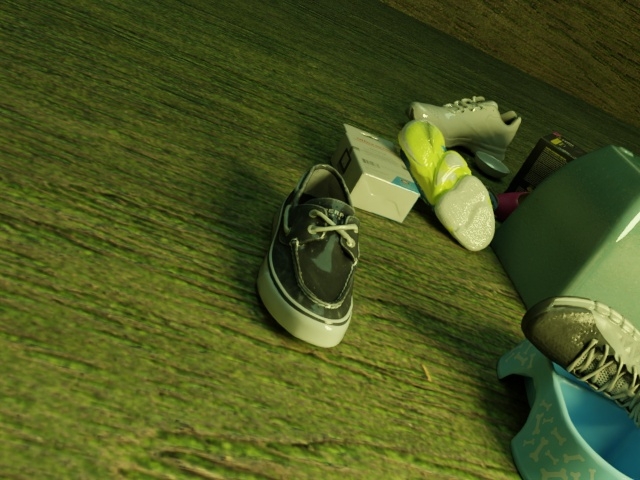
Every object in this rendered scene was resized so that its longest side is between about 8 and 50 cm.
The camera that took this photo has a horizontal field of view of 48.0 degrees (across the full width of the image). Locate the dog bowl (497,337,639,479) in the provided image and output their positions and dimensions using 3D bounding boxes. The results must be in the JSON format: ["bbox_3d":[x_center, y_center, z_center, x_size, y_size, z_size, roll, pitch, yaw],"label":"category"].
[{"bbox_3d":[0.298,0.200,0.812,0.166,0.074,0.297,26,26,-6],"label":"dog bowl"}]

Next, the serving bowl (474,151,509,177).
[{"bbox_3d":[0.369,-0.160,1.566,0.083,0.027,0.083,23,28,-13],"label":"serving bowl"}]

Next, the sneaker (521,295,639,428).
[{"bbox_3d":[0.322,0.148,0.753,0.229,0.086,0.132,25,29,-10],"label":"sneaker"}]

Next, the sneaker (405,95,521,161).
[{"bbox_3d":[0.316,-0.268,1.591,0.297,0.129,0.111,9,35,-33],"label":"sneaker"}]

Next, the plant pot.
[{"bbox_3d":[0.464,0.003,1.124,0.248,0.252,0.247,19,29,-19],"label":"plant pot"}]

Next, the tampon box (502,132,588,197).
[{"bbox_3d":[0.445,-0.118,1.417,0.101,0.161,0.120,38,27,17],"label":"tampon box"}]

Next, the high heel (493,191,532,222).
[{"bbox_3d":[0.419,-0.075,1.296,0.244,0.117,0.082,15,55,24],"label":"high heel"}]

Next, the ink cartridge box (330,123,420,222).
[{"bbox_3d":[0.082,-0.112,1.159,0.104,0.060,0.180,18,28,-21],"label":"ink cartridge box"}]

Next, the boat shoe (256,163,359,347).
[{"bbox_3d":[0.000,0.000,0.834,0.108,0.102,0.301,24,27,-11],"label":"boat shoe"}]

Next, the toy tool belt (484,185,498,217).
[{"bbox_3d":[0.292,-0.075,1.311,0.083,0.052,0.051,36,26,-34],"label":"toy tool belt"}]

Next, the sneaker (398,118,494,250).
[{"bbox_3d":[0.207,-0.088,1.205,0.240,0.091,0.126,64,-6,7],"label":"sneaker"}]
